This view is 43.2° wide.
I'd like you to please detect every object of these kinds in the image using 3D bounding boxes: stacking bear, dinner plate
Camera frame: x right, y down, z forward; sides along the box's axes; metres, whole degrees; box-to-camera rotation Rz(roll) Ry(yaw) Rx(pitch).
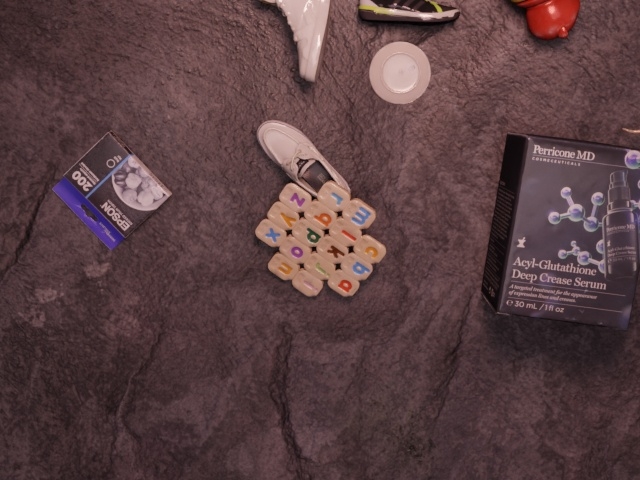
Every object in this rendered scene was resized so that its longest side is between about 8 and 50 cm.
[{"bbox_3d":[0.467,-0.574,1.746,0.164,0.175,0.289,-31,108,-6],"label":"stacking bear"},{"bbox_3d":[0.183,-0.384,1.851,0.141,0.017,0.141,0,100,-1],"label":"dinner plate"}]

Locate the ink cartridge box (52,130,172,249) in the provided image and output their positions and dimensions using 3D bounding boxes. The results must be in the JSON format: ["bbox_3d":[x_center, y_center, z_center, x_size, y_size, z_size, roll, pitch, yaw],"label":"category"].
[{"bbox_3d":[-0.494,-0.112,1.892,0.208,0.045,0.206,-42,98,9],"label":"ink cartridge box"}]

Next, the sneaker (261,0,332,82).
[{"bbox_3d":[-0.063,-0.502,1.793,0.169,0.108,0.293,7,90,1],"label":"sneaker"}]

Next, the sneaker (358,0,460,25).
[{"bbox_3d":[0.195,-0.531,1.789,0.234,0.084,0.097,3,99,0],"label":"sneaker"}]

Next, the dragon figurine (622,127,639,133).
[{"bbox_3d":[0.821,-0.332,1.817,0.085,0.144,0.289,44,117,-8],"label":"dragon figurine"}]

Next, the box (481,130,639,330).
[{"bbox_3d":[0.550,-0.028,1.812,0.293,0.212,0.396,7,99,0],"label":"box"}]

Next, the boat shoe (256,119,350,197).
[{"bbox_3d":[-0.040,-0.173,1.853,0.096,0.088,0.267,-43,97,8],"label":"boat shoe"}]

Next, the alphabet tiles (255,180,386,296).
[{"bbox_3d":[0.000,0.000,1.873,0.278,0.021,0.284,34,118,-4],"label":"alphabet tiles"}]
